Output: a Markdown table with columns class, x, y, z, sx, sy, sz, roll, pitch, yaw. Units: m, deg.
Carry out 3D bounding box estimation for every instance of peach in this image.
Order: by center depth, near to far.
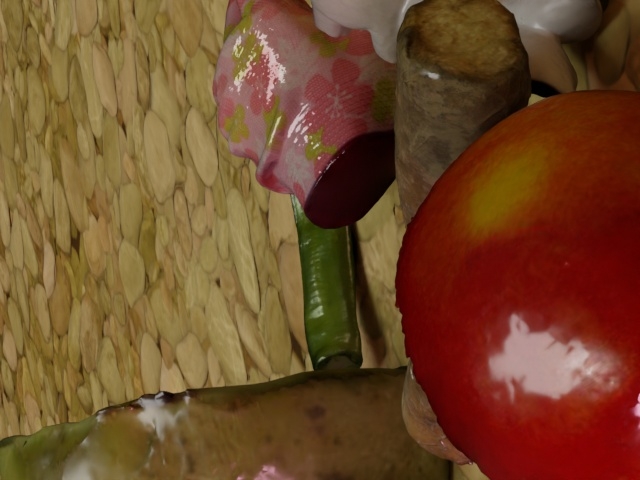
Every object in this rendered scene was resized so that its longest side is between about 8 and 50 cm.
| class | x | y | z | sx | sy | sz | roll | pitch | yaw |
| --- | --- | --- | --- | --- | --- | --- | --- | --- | --- |
| peach | 0.127 | 0.034 | 0.858 | 0.226 | 0.190 | 0.196 | 18 | 127 | 60 |

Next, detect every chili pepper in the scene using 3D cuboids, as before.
| class | x | y | z | sx | sy | sz | roll | pitch | yaw |
| --- | --- | --- | --- | --- | --- | --- | --- | --- | --- |
| chili pepper | 0.000 | 0.000 | 1.363 | 0.052 | 0.050 | 0.202 | -26 | 70 | 55 |

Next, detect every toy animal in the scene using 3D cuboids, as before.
| class | x | y | z | sx | sy | sz | roll | pitch | yaw |
| --- | --- | --- | --- | --- | --- | --- | --- | --- | --- |
| toy animal | 0.076 | -0.116 | 1.048 | 0.181 | 0.127 | 0.131 | 30 | 98 | 18 |

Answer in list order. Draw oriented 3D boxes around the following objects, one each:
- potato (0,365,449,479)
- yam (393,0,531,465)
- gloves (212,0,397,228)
| class | x | y | z | sx | sy | sz | roll | pitch | yaw |
| --- | --- | --- | --- | --- | --- | --- | --- | --- | --- |
| potato | -0.077 | 0.217 | 1.329 | 0.330 | 0.280 | 0.213 | 149 | 113 | -66 |
| yam | 0.077 | 0.006 | 1.044 | 0.357 | 0.081 | 0.081 | 88 | 162 | -52 |
| gloves | -0.018 | -0.130 | 1.272 | 0.241 | 0.126 | 0.145 | 58 | 154 | 32 |
